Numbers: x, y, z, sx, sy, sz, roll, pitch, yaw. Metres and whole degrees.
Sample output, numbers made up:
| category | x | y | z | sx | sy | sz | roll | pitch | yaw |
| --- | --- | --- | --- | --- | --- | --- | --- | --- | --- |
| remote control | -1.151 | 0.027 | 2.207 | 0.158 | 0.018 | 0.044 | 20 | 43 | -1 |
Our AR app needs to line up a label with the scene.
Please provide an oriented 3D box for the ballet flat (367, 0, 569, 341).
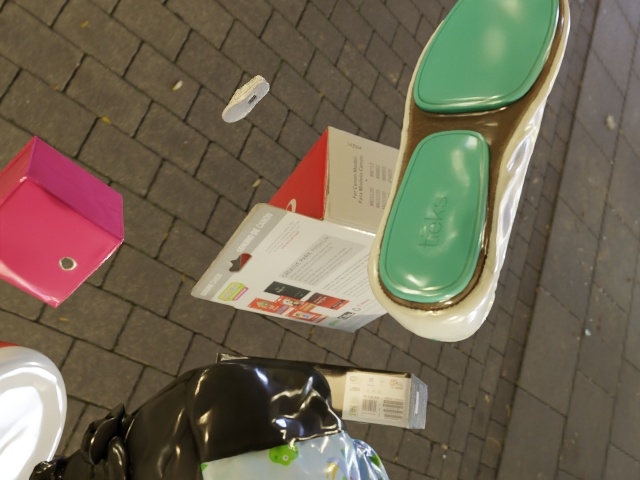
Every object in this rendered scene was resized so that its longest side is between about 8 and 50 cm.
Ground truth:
| category | x | y | z | sx | sy | sz | roll | pitch | yaw |
| --- | --- | --- | --- | --- | --- | --- | --- | --- | --- |
| ballet flat | 0.146 | -0.086 | 0.534 | 0.139 | 0.139 | 0.399 | 37 | 62 | -32 |

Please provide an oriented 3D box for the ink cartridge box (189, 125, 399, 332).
| category | x | y | z | sx | sy | sz | roll | pitch | yaw |
| --- | --- | --- | --- | --- | --- | --- | --- | --- | --- |
| ink cartridge box | 0.000 | 0.000 | 0.740 | 0.272 | 0.309 | 0.129 | 15 | 60 | -22 |

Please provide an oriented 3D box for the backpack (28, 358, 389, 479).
| category | x | y | z | sx | sy | sz | roll | pitch | yaw |
| --- | --- | --- | --- | --- | --- | --- | --- | --- | --- |
| backpack | -0.038 | 0.295 | 0.347 | 0.274 | 0.290 | 0.355 | 18 | 44 | -38 |

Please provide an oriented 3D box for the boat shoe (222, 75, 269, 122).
| category | x | y | z | sx | sy | sz | roll | pitch | yaw |
| --- | --- | --- | --- | --- | --- | --- | --- | --- | --- |
| boat shoe | -0.134 | -0.248 | 0.970 | 0.100 | 0.035 | 0.035 | -42 | 141 | 13 |

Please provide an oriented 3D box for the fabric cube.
| category | x | y | z | sx | sy | sz | roll | pitch | yaw |
| --- | --- | --- | --- | --- | --- | --- | --- | --- | --- |
| fabric cube | -0.666 | -0.047 | 1.353 | 0.254 | 0.259 | 0.258 | -42 | 126 | 8 |

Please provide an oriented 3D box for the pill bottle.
| category | x | y | z | sx | sy | sz | roll | pitch | yaw |
| --- | --- | --- | --- | --- | --- | --- | --- | --- | --- |
| pill bottle | -0.512 | 0.189 | 0.650 | 0.210 | 0.364 | 0.210 | 11 | 90 | -75 |

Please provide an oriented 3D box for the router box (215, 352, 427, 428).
| category | x | y | z | sx | sy | sz | roll | pitch | yaw |
| --- | --- | --- | --- | --- | --- | --- | --- | --- | --- |
| router box | 0.011 | 0.253 | 0.926 | 0.243 | 0.309 | 0.080 | 51 | 44 | -66 |
